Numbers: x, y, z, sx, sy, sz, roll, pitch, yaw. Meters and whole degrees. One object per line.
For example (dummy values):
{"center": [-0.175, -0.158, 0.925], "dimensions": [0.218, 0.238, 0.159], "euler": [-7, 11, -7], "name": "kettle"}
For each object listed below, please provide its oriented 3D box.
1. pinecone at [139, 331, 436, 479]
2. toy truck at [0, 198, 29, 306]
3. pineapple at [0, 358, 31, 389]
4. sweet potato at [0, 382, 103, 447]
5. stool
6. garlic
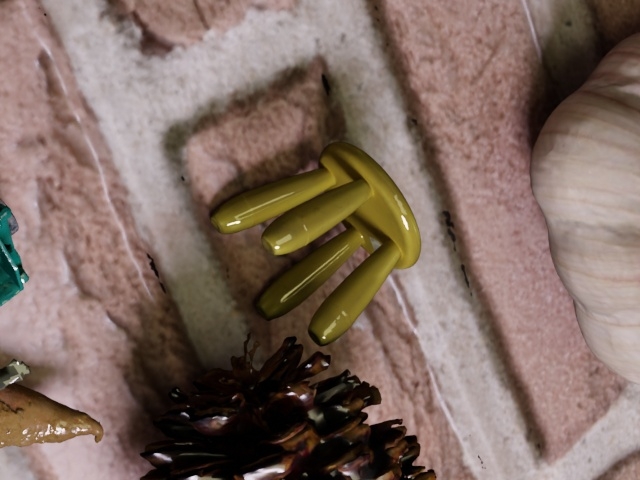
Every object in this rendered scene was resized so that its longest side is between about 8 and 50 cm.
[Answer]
{"center": [-0.035, 0.176, 1.116], "dimensions": [0.221, 0.221, 0.221], "euler": [-7, 103, -32], "name": "pinecone"}
{"center": [-0.260, -0.035, 0.973], "dimensions": [0.110, 0.116, 0.216], "euler": [-39, 118, -21], "name": "toy truck"}
{"center": [-0.288, 0.164, 0.945], "dimensions": [0.169, 0.169, 0.340], "euler": [13, 102, -34], "name": "pineapple"}
{"center": [-0.240, 0.110, 1.046], "dimensions": [0.206, 0.068, 0.060], "euler": [16, 127, -30], "name": "sweet potato"}
{"center": [0.000, 0.000, 1.156], "dimensions": [0.110, 0.134, 0.135], "euler": [-36, 72, -21], "name": "stool"}
{"center": [0.321, -0.035, 1.302], "dimensions": [0.322, 0.241, 0.322], "euler": [-17, 111, -52], "name": "garlic"}
